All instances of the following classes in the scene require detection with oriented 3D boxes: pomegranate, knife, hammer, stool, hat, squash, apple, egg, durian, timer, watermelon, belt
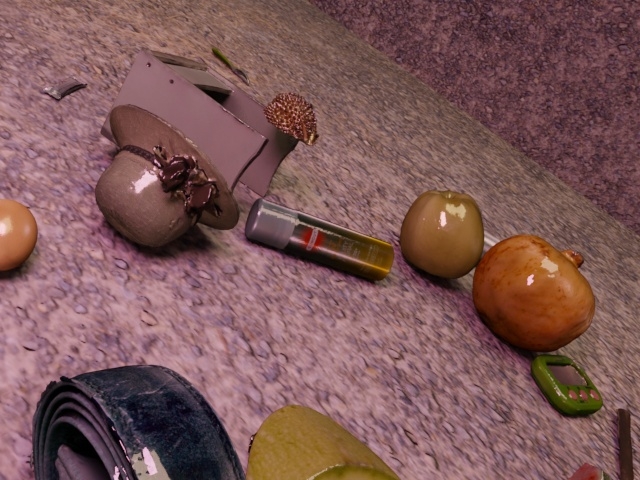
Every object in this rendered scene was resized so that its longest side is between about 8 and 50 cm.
[{"bbox_3d":[0.439,0.106,1.129,0.248,0.248,0.248,22,32,-15],"label":"pomegranate"},{"bbox_3d":[-0.260,-0.510,1.598,0.026,0.022,0.184,-34,68,-29],"label":"knife"},{"bbox_3d":[0.564,0.408,1.007,0.125,0.027,0.297,36,31,8],"label":"hammer"},{"bbox_3d":[-0.209,-0.202,1.019,0.270,0.170,0.243,36,18,4],"label":"stool"},{"bbox_3d":[-0.262,-0.065,0.838,0.257,0.257,0.130,34,65,4],"label":"hat"},{"bbox_3d":[0.015,0.316,0.669,0.237,0.155,0.204,20,69,-21],"label":"squash"},{"bbox_3d":[0.265,-0.012,1.192,0.200,0.200,0.200,22,32,-15],"label":"apple"},{"bbox_3d":[-0.405,-0.005,0.699,0.080,0.080,0.096,3,57,-39],"label":"egg"},{"bbox_3d":[-0.049,-0.236,1.013,0.110,0.071,0.140,21,18,-39],"label":"durian"},{"bbox_3d":[0.490,0.288,1.092,0.140,0.047,0.128,10,39,-31],"label":"timer"},{"bbox_3d":[0.433,0.403,0.870,0.092,0.084,0.072,57,-8,-32],"label":"watermelon"},{"bbox_3d":[-0.162,0.215,0.475,0.116,0.206,0.267,-2,38,-47],"label":"belt"}]

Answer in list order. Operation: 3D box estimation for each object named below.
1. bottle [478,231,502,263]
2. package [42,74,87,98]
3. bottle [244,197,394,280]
[{"bbox_3d":[0.374,0.009,1.363,0.254,0.079,0.096,30,69,-1],"label":"bottle"},{"bbox_3d":[-0.511,-0.309,1.097,0.037,0.015,0.110,27,30,-7],"label":"package"},{"bbox_3d":[0.000,0.000,1.041,0.286,0.082,0.082,19,33,-19],"label":"bottle"}]
